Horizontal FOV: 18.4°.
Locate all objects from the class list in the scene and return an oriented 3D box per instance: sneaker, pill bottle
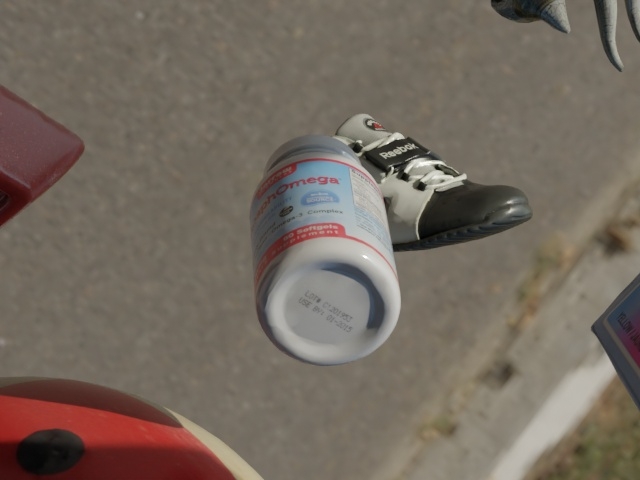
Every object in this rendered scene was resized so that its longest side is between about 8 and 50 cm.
[{"bbox_3d":[0.067,-0.059,2.008,0.122,0.330,0.146,-7,93,-48],"label":"sneaker"},{"bbox_3d":[0.000,0.000,1.218,0.087,0.160,0.087,-2,121,-3],"label":"pill bottle"}]

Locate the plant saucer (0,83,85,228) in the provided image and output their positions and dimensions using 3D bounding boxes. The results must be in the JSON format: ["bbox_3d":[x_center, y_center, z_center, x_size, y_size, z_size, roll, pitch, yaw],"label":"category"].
[{"bbox_3d":[-0.319,-0.030,1.206,0.259,0.048,0.258,-36,134,22],"label":"plant saucer"}]

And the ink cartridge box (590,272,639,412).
[{"bbox_3d":[0.347,-0.009,0.805,0.270,0.151,0.395,37,103,-20],"label":"ink cartridge box"}]

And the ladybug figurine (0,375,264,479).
[{"bbox_3d":[-0.162,0.238,1.199,0.305,0.449,0.162,-53,143,-6],"label":"ladybug figurine"}]

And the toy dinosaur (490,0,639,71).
[{"bbox_3d":[0.080,-0.207,0.707,0.121,0.160,0.313,-55,164,-19],"label":"toy dinosaur"}]
